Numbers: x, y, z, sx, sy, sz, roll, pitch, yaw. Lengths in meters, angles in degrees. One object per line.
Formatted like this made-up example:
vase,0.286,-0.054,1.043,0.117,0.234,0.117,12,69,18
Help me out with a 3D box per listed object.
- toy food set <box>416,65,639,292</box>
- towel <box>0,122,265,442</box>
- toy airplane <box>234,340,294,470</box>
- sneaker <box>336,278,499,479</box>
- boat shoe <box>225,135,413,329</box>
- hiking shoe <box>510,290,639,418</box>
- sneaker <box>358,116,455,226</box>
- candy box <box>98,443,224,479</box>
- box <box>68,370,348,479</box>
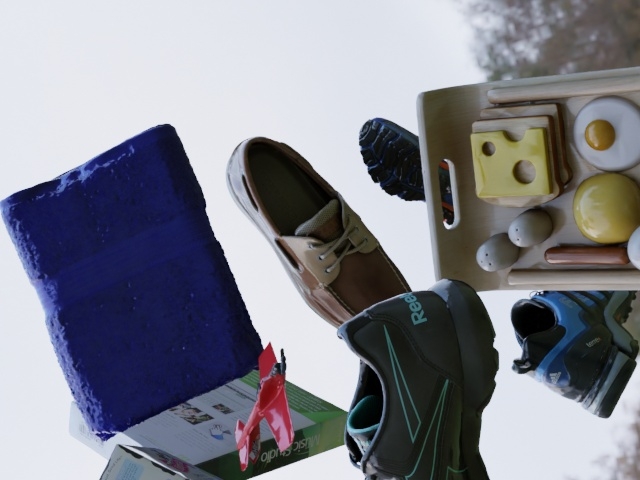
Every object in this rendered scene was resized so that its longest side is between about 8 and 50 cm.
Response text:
toy food set,0.239,-0.048,1.251,0.092,0.306,0.219,-22,-73,-55
towel,-0.210,0.047,1.480,0.076,0.228,0.308,38,-152,-77
toy airplane,-0.061,0.176,1.351,0.028,0.151,0.151,8,-114,-19
sneaker,0.068,0.160,0.945,0.106,0.101,0.267,-11,-74,-19
boat shoe,0.000,0.000,1.601,0.324,0.123,0.116,45,168,6
hiking shoe,0.290,0.081,1.514,0.132,0.113,0.304,23,-157,-2
sneaker,0.137,-0.092,1.684,0.221,0.083,0.087,35,-147,-24
candy box,-0.136,0.300,1.454,0.070,0.196,0.165,-65,-13,-5
box,-0.148,0.252,1.793,0.322,0.232,0.058,-12,-63,-45
